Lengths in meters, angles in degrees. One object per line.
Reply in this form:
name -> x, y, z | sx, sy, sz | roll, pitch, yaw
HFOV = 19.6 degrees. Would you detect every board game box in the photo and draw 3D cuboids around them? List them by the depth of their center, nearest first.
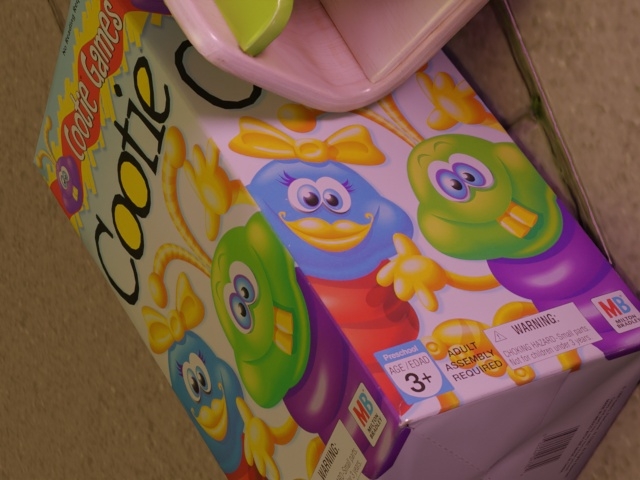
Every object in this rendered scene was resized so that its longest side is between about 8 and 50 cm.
board game box -> 0.000, 0.000, 0.838 | 0.275, 0.142, 0.144 | 55, 143, 29

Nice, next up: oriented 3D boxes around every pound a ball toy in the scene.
pound a ball toy -> 0.011, -0.205, 0.779 | 0.208, 0.136, 0.319 | -44, 57, 21
